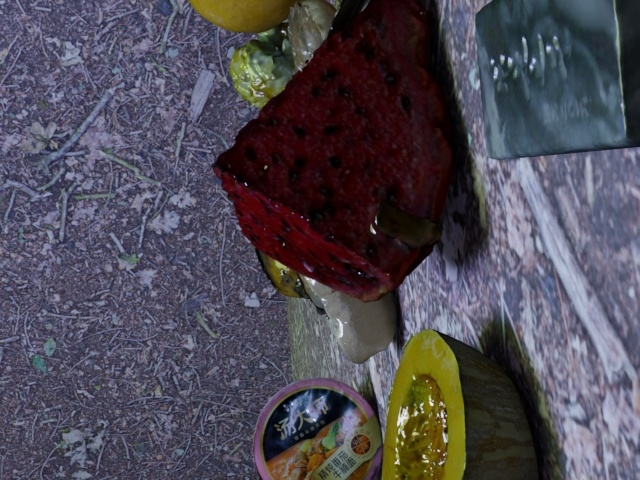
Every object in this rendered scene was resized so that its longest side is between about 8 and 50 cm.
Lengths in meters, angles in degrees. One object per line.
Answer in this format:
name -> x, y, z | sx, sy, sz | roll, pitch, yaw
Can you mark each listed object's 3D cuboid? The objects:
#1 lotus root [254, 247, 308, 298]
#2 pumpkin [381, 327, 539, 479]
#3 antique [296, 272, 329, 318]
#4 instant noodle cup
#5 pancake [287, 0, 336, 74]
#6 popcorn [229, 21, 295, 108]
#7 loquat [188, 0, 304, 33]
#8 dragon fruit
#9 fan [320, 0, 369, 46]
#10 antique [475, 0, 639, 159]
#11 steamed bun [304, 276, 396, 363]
lotus root -> -0.055, -0.049, 1.741 | 0.397, 0.179, 0.196 | -109, 30, -43
pumpkin -> 0.129, 0.190, 0.755 | 0.217, 0.110, 0.217 | -174, 90, -85
antique -> 0.000, 0.000, 1.513 | 0.125, 0.150, 0.284 | 100, 154, -64
instant noodle cup -> 0.001, 0.379, 1.571 | 0.255, 0.244, 0.244 | 74, -172, -79
pancake -> 0.019, -0.191, 1.326 | 0.387, 0.082, 0.387 | 170, 90, -84
popcorn -> -0.093, -0.362, 1.693 | 0.198, 0.198, 0.212 | -152, 63, -82
loquat -> -0.129, -0.514, 1.481 | 0.275, 0.275, 0.275 | 173, 90, -83
dragon fruit -> 0.029, -0.113, 0.851 | 0.302, 0.240, 0.330 | 24, 93, 44
fan -> 0.039, -0.255, 0.930 | 0.152, 0.008, 0.227 | -60, -2, 42
antique -> 0.140, -0.087, 0.405 | 0.183, 0.086, 0.088 | -158, 62, -82
steamed bun -> 0.051, 0.073, 1.231 | 0.212, 0.110, 0.231 | 65, -173, 24
